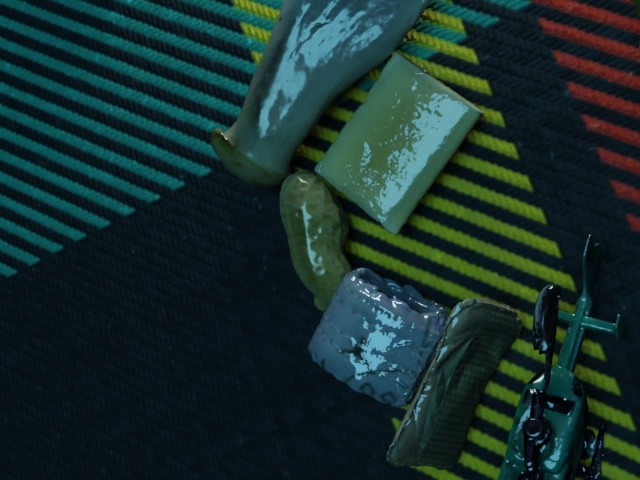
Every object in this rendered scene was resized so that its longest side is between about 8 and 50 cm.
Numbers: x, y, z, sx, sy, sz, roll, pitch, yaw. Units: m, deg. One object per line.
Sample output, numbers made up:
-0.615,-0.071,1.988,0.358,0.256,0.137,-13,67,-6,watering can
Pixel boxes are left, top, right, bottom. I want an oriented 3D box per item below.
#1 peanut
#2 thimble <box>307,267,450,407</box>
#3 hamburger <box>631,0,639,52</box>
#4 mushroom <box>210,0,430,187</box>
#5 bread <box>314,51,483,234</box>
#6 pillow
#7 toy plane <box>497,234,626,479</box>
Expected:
0.000,0.000,1.400,0.080,0.080,0.175,-15,90,22,peanut
0.074,0.110,1.334,0.151,0.127,0.118,28,100,16,thimble
0.396,-0.289,1.221,0.130,0.124,0.262,6,90,23,hamburger
-0.009,-0.206,1.392,0.159,0.122,0.329,41,105,39,mushroom
0.093,-0.116,1.376,0.139,0.060,0.178,41,103,21,bread
0.151,0.162,1.296,0.034,0.135,0.211,32,101,45,pillow
0.251,0.183,1.244,0.106,0.155,0.382,14,76,24,toy plane
